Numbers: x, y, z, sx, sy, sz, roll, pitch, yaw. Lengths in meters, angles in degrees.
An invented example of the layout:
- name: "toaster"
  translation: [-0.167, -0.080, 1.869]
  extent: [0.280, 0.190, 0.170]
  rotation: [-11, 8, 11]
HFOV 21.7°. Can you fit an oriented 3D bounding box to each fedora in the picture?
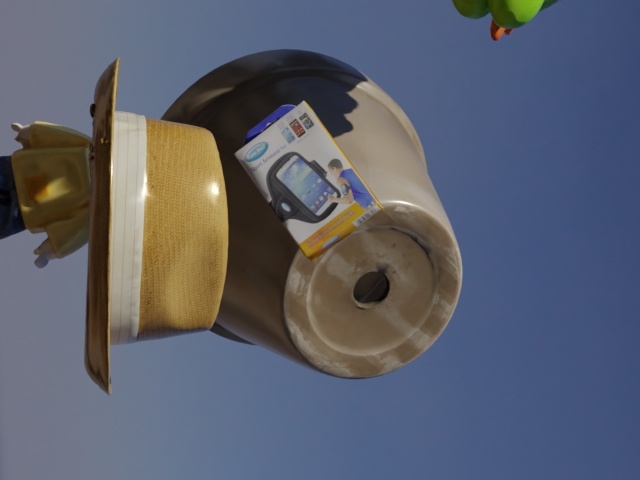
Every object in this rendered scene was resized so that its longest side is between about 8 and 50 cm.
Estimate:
- name: "fedora"
  translation: [-0.095, -0.007, 0.959]
  extent: [0.194, 0.079, 0.194]
  rotation: [-178, -90, -82]

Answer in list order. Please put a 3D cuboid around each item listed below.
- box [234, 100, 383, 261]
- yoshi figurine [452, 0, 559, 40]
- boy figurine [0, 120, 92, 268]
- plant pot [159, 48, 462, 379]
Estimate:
- name: "box"
  translation: [-0.015, -0.059, 1.487]
  extent: [0.136, 0.081, 0.028]
  rotation: [54, 5, 16]
- name: "yoshi figurine"
  translation: [0.220, -0.341, 1.548]
  extent: [0.203, 0.204, 0.362]
  rotation: [55, 41, -22]
- name: "boy figurine"
  translation: [-0.310, -0.057, 1.926]
  extent: [0.092, 0.285, 0.177]
  rotation: [58, 24, -72]
- name: "plant pot"
  translation: [0.000, 0.000, 1.691]
  extent: [0.280, 0.323, 0.323]
  rotation: [-133, -140, -58]
